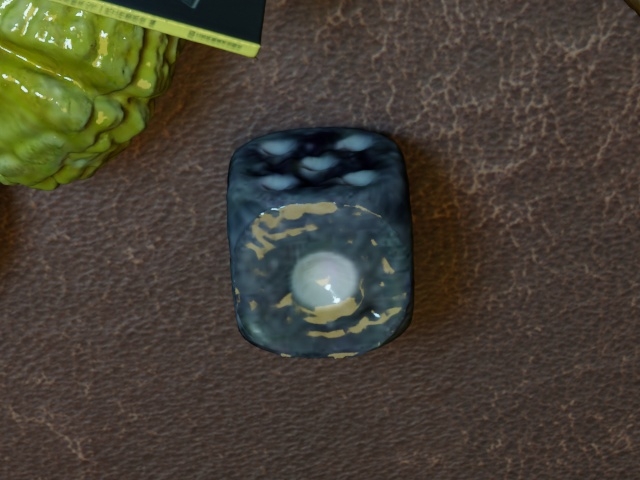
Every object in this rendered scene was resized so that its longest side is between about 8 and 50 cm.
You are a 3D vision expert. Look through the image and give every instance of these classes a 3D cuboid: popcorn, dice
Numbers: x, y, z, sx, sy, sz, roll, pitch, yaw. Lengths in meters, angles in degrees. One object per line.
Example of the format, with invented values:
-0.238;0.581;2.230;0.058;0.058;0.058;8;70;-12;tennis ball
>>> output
-0.248;-0.174;1.390;0.257;0.224;0.270;-5;132;15;popcorn
0.000;0.000;1.523;0.181;0.183;0.182;-2;119;0;dice

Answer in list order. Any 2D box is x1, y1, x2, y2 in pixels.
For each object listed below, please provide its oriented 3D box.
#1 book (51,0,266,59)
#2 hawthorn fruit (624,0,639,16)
-0.218;-0.295;1.304;0.373;0.263;0.028;15;138;-12;book
0.421;-0.297;1.265;0.402;0.403;0.403;-1;120;-2;hawthorn fruit
